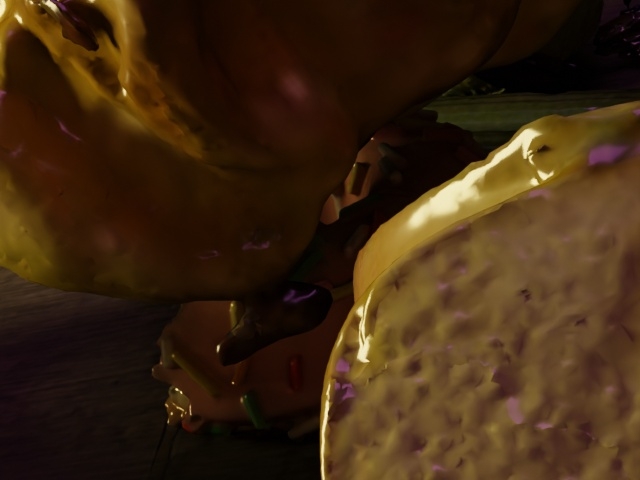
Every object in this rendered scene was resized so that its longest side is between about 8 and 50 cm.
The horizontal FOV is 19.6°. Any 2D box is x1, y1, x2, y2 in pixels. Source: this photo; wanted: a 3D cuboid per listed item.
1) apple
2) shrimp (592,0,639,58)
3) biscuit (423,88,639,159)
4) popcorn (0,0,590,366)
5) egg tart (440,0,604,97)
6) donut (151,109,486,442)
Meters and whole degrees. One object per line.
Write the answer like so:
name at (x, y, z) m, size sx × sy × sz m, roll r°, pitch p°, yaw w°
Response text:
apple at (0.167, 0.055, 0.522) m, size 0.309 × 0.252 × 0.314 m, roll -19°, pitch 21°, yaw 19°
shrimp at (0.255, -0.134, 1.095) m, size 0.190 × 0.042 × 0.101 m, roll -8°, pitch 34°, yaw 12°
biscuit at (0.155, -0.053, 0.988) m, size 0.322 × 0.038 × 0.099 m, roll 2°, pitch 33°, yaw 31°
popcorn at (-0.030, -0.127, 0.804) m, size 0.297 × 0.281 × 0.316 m, roll -24°, pitch 11°, yaw 18°
egg tart at (0.096, -0.136, 1.115) m, size 0.197 × 0.078 × 0.197 m, roll -26°, pitch 18°, yaw 9°
donut at (0.000, 0.000, 0.911) m, size 0.199 × 0.085 × 0.233 m, roll -17°, pitch 27°, yaw -7°
